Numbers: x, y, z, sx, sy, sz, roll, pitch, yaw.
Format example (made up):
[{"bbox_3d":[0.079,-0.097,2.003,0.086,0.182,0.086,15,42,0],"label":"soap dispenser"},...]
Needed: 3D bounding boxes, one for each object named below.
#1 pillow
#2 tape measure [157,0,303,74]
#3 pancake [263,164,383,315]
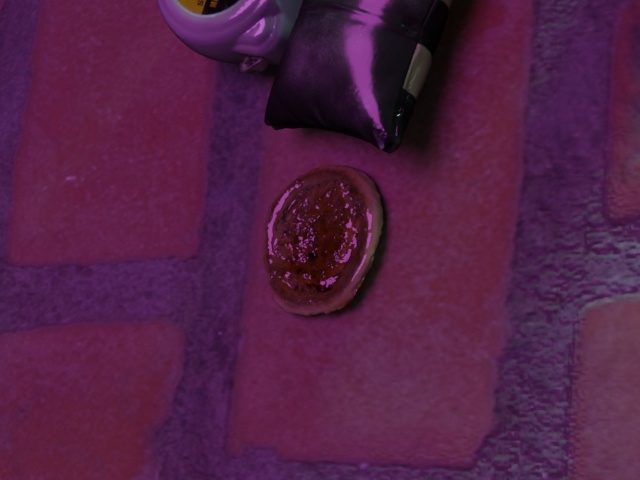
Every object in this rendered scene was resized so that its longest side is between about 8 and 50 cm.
[{"bbox_3d":[0.046,-0.209,1.376,0.186,0.106,0.250,15,84,50],"label":"pillow"},{"bbox_3d":[-0.073,-0.270,1.497,0.178,0.105,0.196,21,92,33],"label":"tape measure"},{"bbox_3d":[0.001,0.000,1.403,0.151,0.025,0.152,-13,68,35],"label":"pancake"}]
